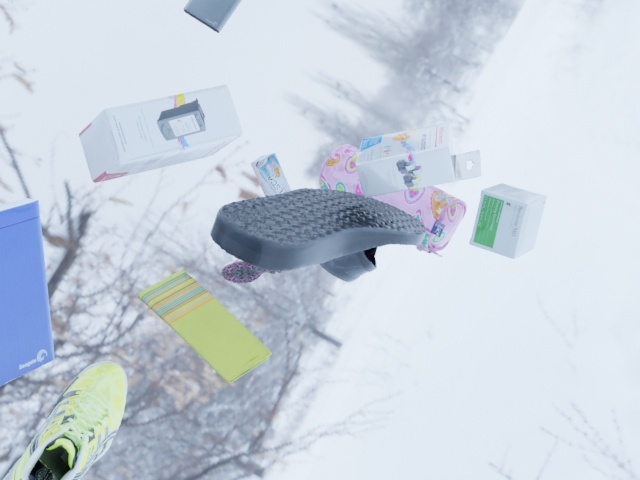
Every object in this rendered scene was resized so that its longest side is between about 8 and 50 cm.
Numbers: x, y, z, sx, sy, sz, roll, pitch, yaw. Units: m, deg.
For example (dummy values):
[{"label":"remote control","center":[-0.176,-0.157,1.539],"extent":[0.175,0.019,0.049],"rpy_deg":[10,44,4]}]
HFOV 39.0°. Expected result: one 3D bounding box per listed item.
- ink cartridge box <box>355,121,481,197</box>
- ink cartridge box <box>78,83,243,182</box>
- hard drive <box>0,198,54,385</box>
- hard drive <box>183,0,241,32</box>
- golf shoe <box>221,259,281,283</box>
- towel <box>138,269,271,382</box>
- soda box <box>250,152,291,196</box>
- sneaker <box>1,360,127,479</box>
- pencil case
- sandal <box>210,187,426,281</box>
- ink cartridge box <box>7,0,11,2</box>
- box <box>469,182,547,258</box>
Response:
[{"label":"ink cartridge box","center":[0.153,-0.128,1.394],"extent":[0.104,0.181,0.062],"rpy_deg":[-75,-27,-60]},{"label":"ink cartridge box","center":[-0.367,-0.242,2.064],"extent":[0.306,0.131,0.226],"rpy_deg":[-19,0,-31]},{"label":"hard drive","center":[-0.583,0.102,1.638],"extent":[0.210,0.040,0.319],"rpy_deg":[-27,-59,-57]},{"label":"hard drive","center":[-0.229,-0.541,2.016],"extent":[0.135,0.094,0.022],"rpy_deg":[-57,-2,-9]},{"label":"golf shoe","center":[-0.179,0.066,2.452],"extent":[0.086,0.186,0.067],"rpy_deg":[-120,20,-65]},{"label":"towel","center":[-0.198,0.144,1.531],"extent":[0.102,0.237,0.021],"rpy_deg":[-30,-31,-38]},{"label":"soda box","center":[-0.138,-0.165,2.704],"extent":[0.063,0.183,0.058],"rpy_deg":[-7,23,45]},{"label":"sneaker","center":[-0.463,0.380,1.713],"extent":[0.147,0.145,0.385],"rpy_deg":[-40,18,43]},{"label":"pencil case","center":[0.134,-0.078,1.709],"extent":[0.124,0.284,0.124],"rpy_deg":[-40,-33,-33]},{"label":"sandal","center":[-0.003,-0.001,1.340],"extent":[0.445,0.167,0.107],"rpy_deg":[-7,-56,-52]},{"label":"ink cartridge box","center":[-0.543,-0.531,1.632],"extent":[0.100,0.172,0.237],"rpy_deg":[-20,15,-16]},{"label":"box","center":[0.318,-0.034,1.531],"extent":[0.102,0.087,0.101],"rpy_deg":[-19,-56,-57]}]
